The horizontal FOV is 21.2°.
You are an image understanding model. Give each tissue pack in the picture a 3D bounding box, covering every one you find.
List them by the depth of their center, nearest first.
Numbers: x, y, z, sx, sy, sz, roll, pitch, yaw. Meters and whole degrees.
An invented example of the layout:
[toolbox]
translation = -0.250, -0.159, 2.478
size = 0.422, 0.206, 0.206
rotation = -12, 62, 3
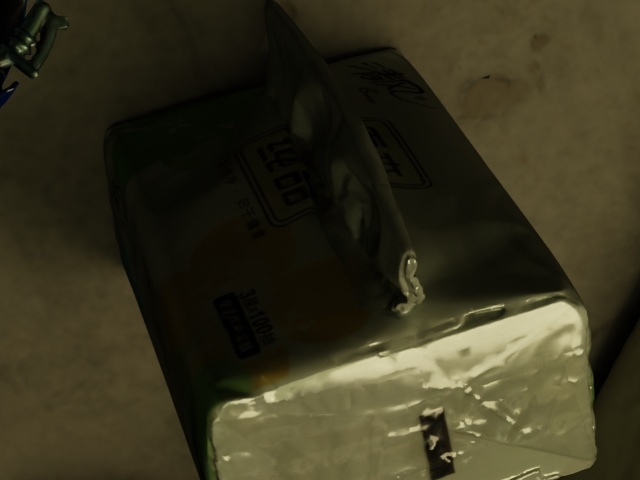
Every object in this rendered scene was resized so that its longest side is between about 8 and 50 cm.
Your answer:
[tissue pack]
translation = 0.000, 0.000, 0.731
size = 0.159, 0.229, 0.145
rotation = -16, 124, -9

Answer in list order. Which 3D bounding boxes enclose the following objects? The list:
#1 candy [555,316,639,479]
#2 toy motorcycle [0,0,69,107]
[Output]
[candy]
translation = 0.263, 0.107, 0.948
size = 0.208, 0.145, 0.358
rotation = 10, 118, -26
[toy motorcycle]
translation = -0.140, -0.147, 0.623
size = 0.113, 0.169, 0.315
rotation = 3, 121, -20
